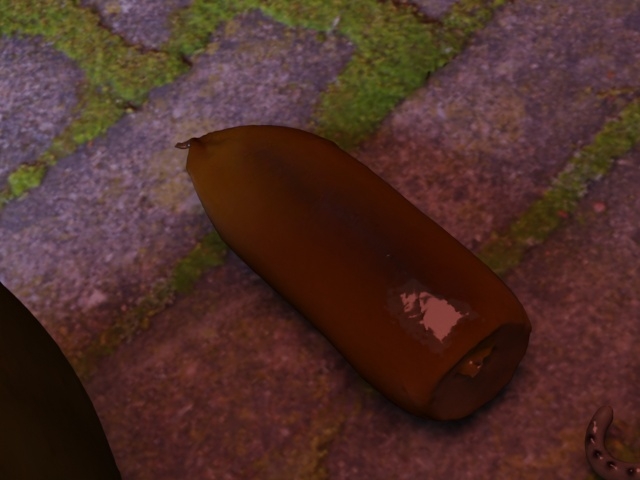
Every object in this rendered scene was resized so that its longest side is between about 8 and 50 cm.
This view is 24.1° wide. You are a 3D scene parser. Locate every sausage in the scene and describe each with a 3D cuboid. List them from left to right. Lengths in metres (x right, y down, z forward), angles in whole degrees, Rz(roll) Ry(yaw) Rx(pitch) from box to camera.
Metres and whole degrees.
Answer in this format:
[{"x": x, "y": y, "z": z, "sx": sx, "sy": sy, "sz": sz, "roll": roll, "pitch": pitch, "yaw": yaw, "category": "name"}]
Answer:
[{"x": 0.004, "y": -0.003, "z": 1.040, "sx": 0.112, "sy": 0.112, "sz": 0.328, "roll": -39, "pitch": 56, "yaw": -15, "category": "sausage"}]

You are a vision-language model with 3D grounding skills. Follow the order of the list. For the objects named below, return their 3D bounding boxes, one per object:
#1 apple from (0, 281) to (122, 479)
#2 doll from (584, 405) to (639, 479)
[{"x": -0.320, "y": 0.186, "z": 0.795, "sx": 0.473, "sy": 0.474, "sz": 0.474, "roll": -5, "pitch": 56, "yaw": 8, "category": "apple"}, {"x": 0.284, "y": 0.066, "z": 0.937, "sx": 0.154, "sy": 0.119, "sz": 0.278, "roll": 29, "pitch": 76, "yaw": 29, "category": "doll"}]
